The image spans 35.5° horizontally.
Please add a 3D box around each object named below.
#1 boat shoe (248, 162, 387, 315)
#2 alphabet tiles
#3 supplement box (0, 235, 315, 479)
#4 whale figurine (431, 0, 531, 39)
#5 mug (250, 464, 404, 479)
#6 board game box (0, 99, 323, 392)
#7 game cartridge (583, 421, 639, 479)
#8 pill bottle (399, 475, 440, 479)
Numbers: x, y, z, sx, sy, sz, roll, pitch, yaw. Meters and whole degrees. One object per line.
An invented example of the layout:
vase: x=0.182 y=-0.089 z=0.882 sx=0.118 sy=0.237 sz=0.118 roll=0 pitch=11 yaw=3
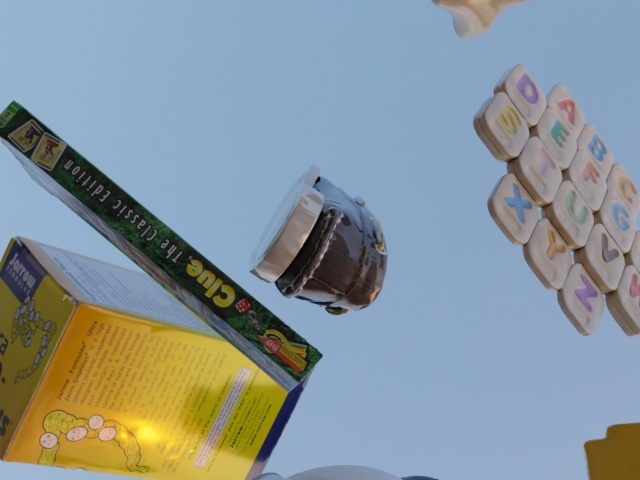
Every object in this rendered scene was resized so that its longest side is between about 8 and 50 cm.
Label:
boat shoe: x=0.000 y=0.000 z=0.924 sx=0.096 sy=0.324 sz=0.117 roll=31 pitch=-87 yaw=-5
alphabet tiles: x=0.262 y=-0.043 z=1.028 sx=0.021 sy=0.278 sz=0.284 roll=-30 pitch=-77 yaw=39
supplement box: x=-0.220 y=0.157 z=1.209 sx=0.194 sy=0.356 sz=0.195 roll=33 pitch=-81 yaw=47
whale figurine: x=0.219 y=-0.325 z=0.998 sx=0.272 sy=0.216 sz=0.141 roll=-38 pitch=-120 yaw=15
mug: x=0.045 y=0.322 z=0.718 sx=0.328 sy=0.276 sz=0.374 roll=29 pitch=-31 yaw=61
board game box: x=-0.110 y=0.012 z=0.697 sx=0.259 sy=0.136 sz=0.030 roll=39 pitch=-99 yaw=4
game cartridge: x=0.416 y=0.327 z=0.965 sx=0.285 sy=0.053 sz=0.324 roll=-7 pitch=-123 yaw=13
pill bottle: x=0.128 y=0.415 z=1.223 sx=0.130 sy=0.246 sz=0.131 roll=-1 pitch=-62 yaw=-2
